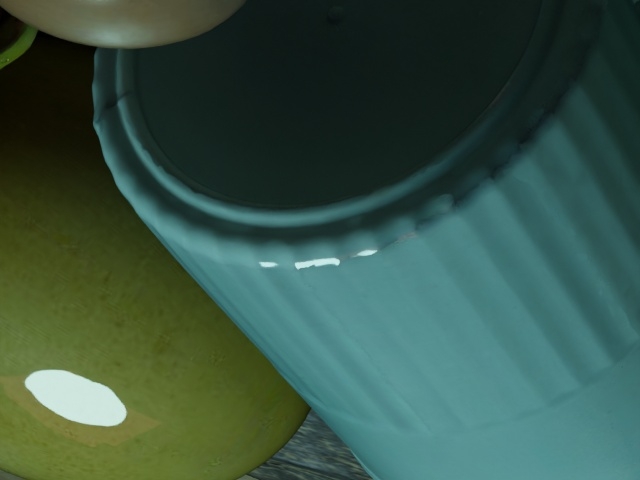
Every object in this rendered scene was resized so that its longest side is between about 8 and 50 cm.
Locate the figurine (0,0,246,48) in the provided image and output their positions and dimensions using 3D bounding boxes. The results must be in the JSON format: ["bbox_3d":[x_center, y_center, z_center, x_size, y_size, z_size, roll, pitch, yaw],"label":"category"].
[{"bbox_3d":[-0.171,-0.246,0.619,0.388,0.248,0.277,12,134,-2],"label":"figurine"}]

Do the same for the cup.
[{"bbox_3d":[0.092,-0.027,0.948,0.331,0.257,0.311,4,155,28],"label":"cup"}]

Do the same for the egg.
[{"bbox_3d":[-0.144,0.020,1.179,0.322,0.250,0.250,36,161,10],"label":"egg"}]

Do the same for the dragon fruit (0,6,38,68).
[{"bbox_3d":[-0.294,-0.134,0.962,0.305,0.226,0.305,10,156,4],"label":"dragon fruit"}]
